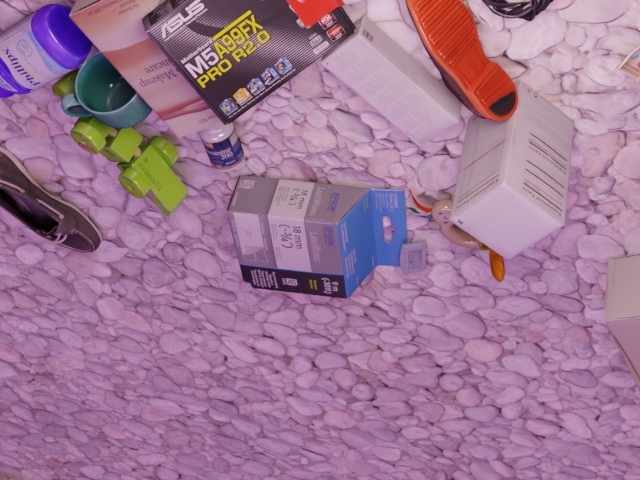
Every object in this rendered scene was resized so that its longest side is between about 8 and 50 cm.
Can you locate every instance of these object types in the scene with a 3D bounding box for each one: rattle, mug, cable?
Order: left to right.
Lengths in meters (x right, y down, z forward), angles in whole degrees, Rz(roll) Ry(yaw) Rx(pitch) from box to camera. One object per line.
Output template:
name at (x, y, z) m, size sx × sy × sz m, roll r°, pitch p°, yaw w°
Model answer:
mug at (-0.370, -0.268, 1.974) m, size 0.157 × 0.130 × 0.097 m, roll 12°, pitch 167°, yaw 19°
rattle at (0.249, -0.007, 2.078) m, size 0.199 × 0.143 × 0.130 m, roll 19°, pitch 160°, yaw -14°
cable at (0.296, -0.410, 1.658) m, size 0.150 × 0.047 × 0.184 m, roll -12°, pitch 131°, yaw 23°

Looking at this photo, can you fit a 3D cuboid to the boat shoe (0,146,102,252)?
boat shoe at (-0.606, -0.060, 2.326) m, size 0.112 × 0.096 × 0.335 m, roll -19°, pitch 130°, yaw 35°

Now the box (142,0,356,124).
box at (-0.111, -0.343, 1.753) m, size 0.270 × 0.060 × 0.216 m, roll -35°, pitch 126°, yaw 7°

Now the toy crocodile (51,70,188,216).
toy crocodile at (-0.378, -0.180, 2.097) m, size 0.105 × 0.115 × 0.340 m, roll 4°, pitch 144°, yaw 50°

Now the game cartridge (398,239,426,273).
game cartridge at (0.186, 0.033, 2.224) m, size 0.056 × 0.017 × 0.083 m, roll -13°, pitch 139°, yaw -6°

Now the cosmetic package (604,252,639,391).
cosmetic package at (0.654, 0.181, 2.145) m, size 0.113 × 0.160 × 0.309 m, roll -11°, pitch 133°, yaw 29°

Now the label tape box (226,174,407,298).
label tape box at (0.000, 0.000, 2.189) m, size 0.333 × 0.106 × 0.241 m, roll 6°, pitch 141°, yaw 12°

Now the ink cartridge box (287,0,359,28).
ink cartridge box at (0.019, -0.418, 1.676) m, size 0.179 × 0.045 × 0.145 m, roll -34°, pitch 125°, yaw 8°

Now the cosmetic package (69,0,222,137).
cosmetic package at (-0.261, -0.331, 1.862) m, size 0.153 × 0.129 × 0.296 m, roll -17°, pitch 131°, yaw 32°

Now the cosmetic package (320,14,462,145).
cosmetic package at (0.122, -0.268, 1.864) m, size 0.239 × 0.060 × 0.099 m, roll 37°, pitch 134°, yaw -24°

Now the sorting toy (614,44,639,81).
sorting toy at (0.518, -0.284, 1.732) m, size 0.083 × 0.045 × 0.075 m, roll 26°, pitch 133°, yaw -12°

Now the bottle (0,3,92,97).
bottle at (-0.541, -0.326, 1.990) m, size 0.282 × 0.092 × 0.118 m, roll -18°, pitch 124°, yaw 35°

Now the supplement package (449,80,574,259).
supplement package at (0.321, -0.117, 1.832) m, size 0.133 × 0.244 × 0.139 m, roll 32°, pitch 139°, yaw -19°

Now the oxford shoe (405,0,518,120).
oxford shoe at (0.207, -0.301, 1.773) m, size 0.271 × 0.097 × 0.098 m, roll 54°, pitch 162°, yaw -20°

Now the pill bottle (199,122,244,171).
pill bottle at (-0.188, -0.191, 2.054) m, size 0.067 × 0.067 × 0.120 m, roll 1°, pitch 139°, yaw 18°
